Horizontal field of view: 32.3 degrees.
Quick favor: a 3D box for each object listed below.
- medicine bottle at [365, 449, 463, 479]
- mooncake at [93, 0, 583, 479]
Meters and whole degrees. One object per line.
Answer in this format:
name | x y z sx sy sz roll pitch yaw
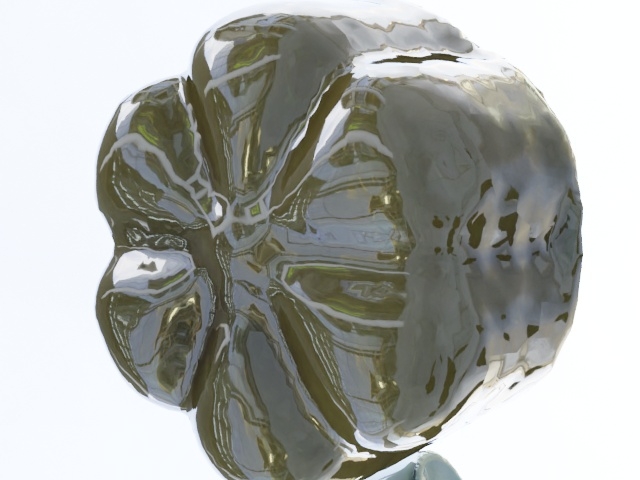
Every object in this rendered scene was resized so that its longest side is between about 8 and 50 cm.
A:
medicine bottle | 0.069 0.308 1.166 0.135 0.168 0.135 42 -148 -35
mooncake | 0.000 0.000 1.043 0.262 0.467 0.467 -6 -89 -48
